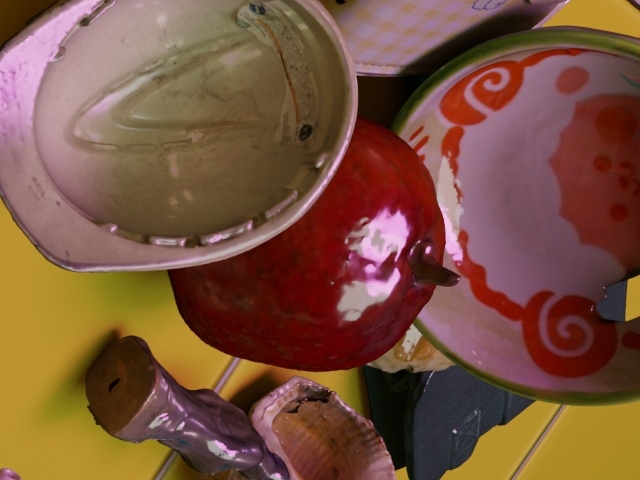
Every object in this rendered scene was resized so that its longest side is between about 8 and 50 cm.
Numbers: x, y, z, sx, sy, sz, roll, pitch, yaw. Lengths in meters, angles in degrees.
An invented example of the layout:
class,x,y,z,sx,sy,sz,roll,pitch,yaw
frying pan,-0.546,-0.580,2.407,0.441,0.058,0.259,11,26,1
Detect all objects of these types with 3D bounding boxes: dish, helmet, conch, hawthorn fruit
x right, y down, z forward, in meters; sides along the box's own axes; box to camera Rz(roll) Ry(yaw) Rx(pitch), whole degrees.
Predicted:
class,x,y,z,sx,sy,sz,roll,pitch,yaw
dish,0.210,-0.035,1.504,0.124,0.324,0.324,-59,169,-59
helmet,-0.117,-0.085,1.261,0.258,0.137,0.204,-17,99,-22
conch,-0.019,0.205,1.670,0.130,0.207,0.155,-104,-145,-73
hawthorn fruit,0.000,0.000,1.405,0.215,0.250,0.215,-33,128,-55

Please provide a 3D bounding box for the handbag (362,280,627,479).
class,x,y,z,sx,sy,sz,roll,pitch,yaw
handbag,0.182,0.096,1.874,0.326,0.089,0.238,-37,146,-24

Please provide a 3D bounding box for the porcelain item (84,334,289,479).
class,x,y,z,sx,sy,sz,roll,pitch,yaw
porcelain item,-0.099,0.153,1.533,0.069,0.081,0.216,-47,136,8

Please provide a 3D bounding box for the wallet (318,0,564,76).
class,x,y,z,sx,sy,sz,roll,pitch,yaw
wallet,0.147,-0.230,1.378,0.223,0.077,0.309,-1,152,-48

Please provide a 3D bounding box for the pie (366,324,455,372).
class,x,y,z,sx,sy,sz,roll,pitch,yaw
pie,0.134,-0.009,1.648,0.306,0.071,0.306,-16,129,-21

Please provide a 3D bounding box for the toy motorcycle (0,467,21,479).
class,x,y,z,sx,sy,sz,roll,pitch,yaw
toy motorcycle,-0.290,0.141,1.285,0.239,0.108,0.204,16,109,-57

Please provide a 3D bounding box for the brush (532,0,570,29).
class,x,y,z,sx,sy,sz,roll,pitch,yaw
brush,0.293,-0.297,1.638,0.314,0.017,0.090,-42,160,-5

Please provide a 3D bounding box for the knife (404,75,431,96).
class,x,y,z,sx,sy,sz,roll,pitch,yaw
knife,0.106,-0.094,1.641,0.044,0.026,0.296,-36,142,-12
